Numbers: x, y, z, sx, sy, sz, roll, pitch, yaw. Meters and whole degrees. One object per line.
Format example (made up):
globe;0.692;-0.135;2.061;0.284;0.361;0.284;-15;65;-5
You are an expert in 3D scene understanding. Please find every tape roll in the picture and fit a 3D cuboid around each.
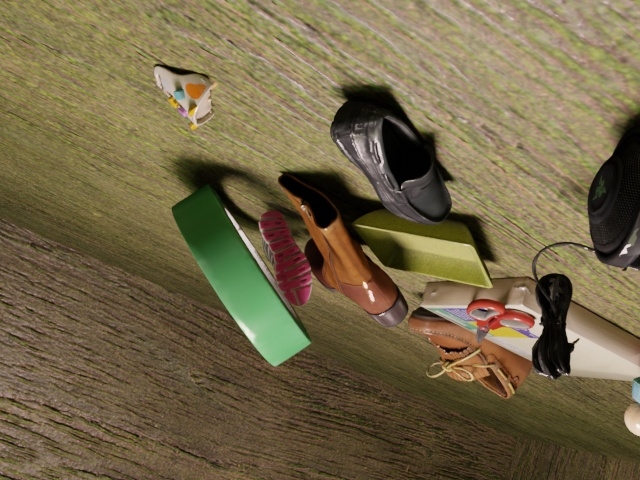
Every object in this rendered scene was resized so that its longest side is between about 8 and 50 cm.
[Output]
tape roll;-0.131;0.058;1.228;0.321;0.077;0.321;56;177;5

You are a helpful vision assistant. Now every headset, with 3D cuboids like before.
headset;0.346;0.016;0.669;0.243;0.185;0.394;25;152;-20

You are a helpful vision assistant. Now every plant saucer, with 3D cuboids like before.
plant saucer;0.164;0.006;1.109;0.188;0.045;0.188;11;163;26

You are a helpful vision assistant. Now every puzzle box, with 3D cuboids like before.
puzzle box;0.424;0.172;1.359;0.409;0.052;0.272;27;163;-26

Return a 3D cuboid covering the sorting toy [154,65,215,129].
sorting toy;-0.172;-0.181;0.892;0.075;0.045;0.083;38;165;5

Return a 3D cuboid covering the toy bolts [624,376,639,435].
toy bolts;0.642;0.299;1.234;0.228;0.158;0.218;24;-170;-9

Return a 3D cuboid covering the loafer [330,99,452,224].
loafer;0.097;-0.080;0.833;0.078;0.076;0.223;15;162;44

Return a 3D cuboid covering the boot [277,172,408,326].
boot;0.000;0.000;1.164;0.280;0.096;0.264;51;179;-42

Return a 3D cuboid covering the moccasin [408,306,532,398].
moccasin;0.314;0.247;1.555;0.139;0.147;0.380;15;167;45

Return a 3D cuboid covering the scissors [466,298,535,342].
scissors;0.289;0.147;1.308;0.109;0.021;0.297;18;165;-3

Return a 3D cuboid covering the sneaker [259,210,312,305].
sneaker;-0.058;0.034;1.247;0.063;0.170;0.075;-22;166;-5
